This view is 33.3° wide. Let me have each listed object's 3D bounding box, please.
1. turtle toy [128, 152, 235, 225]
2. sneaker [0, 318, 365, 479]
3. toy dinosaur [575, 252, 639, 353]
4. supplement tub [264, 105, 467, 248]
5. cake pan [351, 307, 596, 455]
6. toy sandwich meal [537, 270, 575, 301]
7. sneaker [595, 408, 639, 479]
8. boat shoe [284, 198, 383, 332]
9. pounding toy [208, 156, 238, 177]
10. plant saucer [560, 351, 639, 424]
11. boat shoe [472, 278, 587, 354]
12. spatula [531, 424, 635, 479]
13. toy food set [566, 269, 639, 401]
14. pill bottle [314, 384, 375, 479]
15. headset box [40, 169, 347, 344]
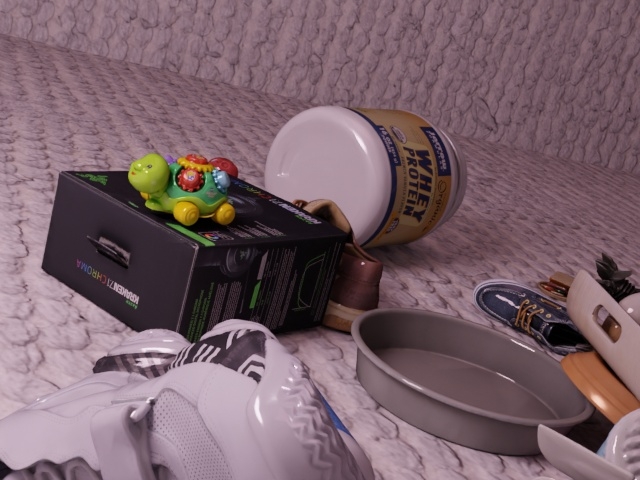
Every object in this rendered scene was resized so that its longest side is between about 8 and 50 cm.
[{"bbox_3d":[-0.153,-0.061,1.171,0.130,0.066,0.095,-1,22,-44],"label":"turtle toy"},{"bbox_3d":[-0.119,0.153,0.626,0.210,0.137,0.366,-32,11,-22],"label":"sneaker"},{"bbox_3d":[0.470,0.126,1.429,0.218,0.322,0.164,5,44,31],"label":"toy dinosaur"},{"bbox_3d":[0.083,-0.101,1.739,0.228,0.228,0.316,25,18,30],"label":"supplement tub"},{"bbox_3d":[0.170,0.161,1.239,0.293,0.054,0.293,15,16,-4],"label":"cake pan"},{"bbox_3d":[0.410,0.078,1.817,0.085,0.029,0.085,15,15,-4],"label":"toy sandwich meal"},{"bbox_3d":[0.396,0.282,0.919,0.366,0.135,0.150,40,-18,15],"label":"sneaker"},{"bbox_3d":[0.000,0.000,1.475,0.123,0.123,0.342,9,20,-22],"label":"boat shoe"},{"bbox_3d":[-0.204,-0.075,1.580,0.236,0.110,0.183,15,15,-4],"label":"pounding toy"},{"bbox_3d":[0.366,0.192,1.233,0.200,0.037,0.200,37,11,-8],"label":"plant saucer"},{"bbox_3d":[0.306,0.108,1.539,0.183,0.065,0.083,19,14,8],"label":"boat shoe"},{"bbox_3d":[0.277,0.255,0.876,0.242,0.168,0.019,27,50,25],"label":"spatula"},{"bbox_3d":[0.437,0.162,1.236,0.306,0.092,0.220,33,12,-19],"label":"toy food set"},{"bbox_3d":[-0.031,0.180,0.838,0.124,0.124,0.221,9,16,-24],"label":"pill bottle"},{"bbox_3d":[-0.157,0.013,1.281,0.246,0.131,0.283,27,20,35],"label":"headset box"}]
